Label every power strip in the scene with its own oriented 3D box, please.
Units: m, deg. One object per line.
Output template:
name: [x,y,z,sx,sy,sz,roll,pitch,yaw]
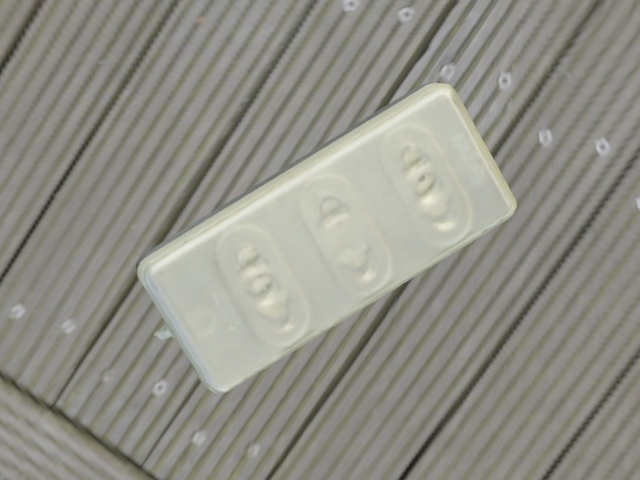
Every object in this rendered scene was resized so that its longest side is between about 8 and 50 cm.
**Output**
power strip: [0.000,0.000,1.071,0.256,0.070,0.105,-32,99,-6]
